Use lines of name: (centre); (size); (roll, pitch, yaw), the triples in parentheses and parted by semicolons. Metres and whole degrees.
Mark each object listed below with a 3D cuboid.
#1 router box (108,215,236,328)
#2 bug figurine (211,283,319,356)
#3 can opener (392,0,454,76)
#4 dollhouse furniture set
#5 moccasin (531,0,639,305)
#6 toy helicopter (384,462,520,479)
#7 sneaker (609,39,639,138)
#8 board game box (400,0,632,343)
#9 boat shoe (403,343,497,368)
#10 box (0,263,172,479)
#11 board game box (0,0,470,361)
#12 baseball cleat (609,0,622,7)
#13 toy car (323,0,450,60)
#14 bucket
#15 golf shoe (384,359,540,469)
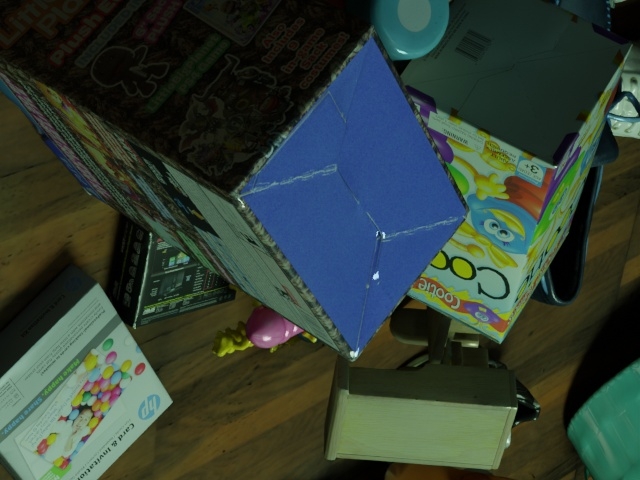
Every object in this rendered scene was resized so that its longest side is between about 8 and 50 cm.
router box: (-0.117, 0.014, 1.459); (0.122, 0.038, 0.092); (-14, 127, -46)
bug figurine: (0.000, 0.000, 1.523); (0.216, 0.072, 0.279); (-29, 138, -54)
can opener: (0.029, -0.158, 1.446); (0.283, 0.095, 0.076); (-44, 165, -35)
dollhouse furniture set: (0.090, 0.082, 1.638); (0.212, 0.161, 0.242); (99, -6, -47)
moccasin: (0.243, -0.097, 1.670); (0.137, 0.117, 0.342); (-16, 123, -25)
toy helicopter: (0.093, 0.304, 1.827); (0.355, 0.140, 0.235); (0, 153, -33)
sneaker: (0.320, -0.156, 1.802); (0.290, 0.123, 0.106); (-12, 127, -45)
board game box: (0.140, -0.062, 1.443); (0.144, 0.142, 0.275); (-55, 166, -29)
boat shoe: (0.129, 0.149, 1.861); (0.152, 0.049, 0.056); (-30, 136, -35)
box: (-0.211, 0.128, 1.432); (0.145, 0.038, 0.186); (-45, 145, -18)
board game box: (-0.074, -0.083, 1.212); (0.141, 0.291, 0.232); (-51, 146, -12)
baseball cleat: (0.338, -0.325, 1.754); (0.206, 0.072, 0.109); (-51, 164, -12)
toy car: (0.008, -0.266, 1.307); (0.210, 0.219, 0.238); (-37, 111, -27)
bucket: (0.453, 0.249, 2.162); (0.281, 0.183, 0.281); (-26, 155, -13)
golf shoe: (0.157, 0.201, 1.902); (0.198, 0.094, 0.077); (-32, 139, -31)
